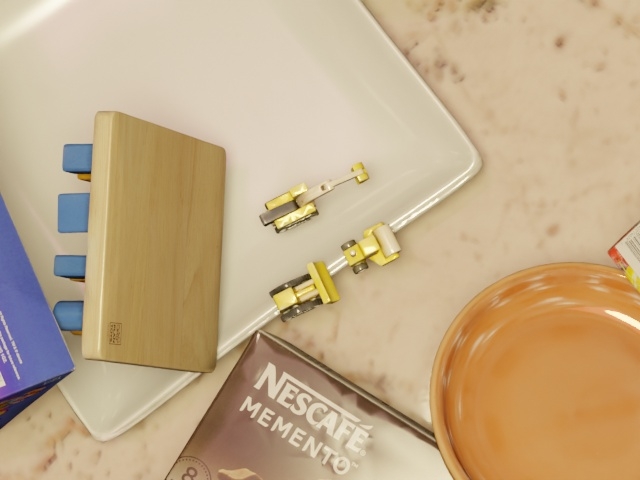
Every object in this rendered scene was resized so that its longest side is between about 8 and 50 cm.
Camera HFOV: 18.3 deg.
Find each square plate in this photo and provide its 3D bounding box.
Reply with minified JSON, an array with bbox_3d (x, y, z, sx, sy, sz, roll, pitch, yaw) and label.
[{"bbox_3d":[-0.116,-0.088,1.452,0.344,0.049,0.347,-36,79,4],"label":"square plate"}]

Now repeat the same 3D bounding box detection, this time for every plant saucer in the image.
[{"bbox_3d":[0.169,0.111,1.294,0.200,0.037,0.200,1,65,-3],"label":"plant saucer"}]

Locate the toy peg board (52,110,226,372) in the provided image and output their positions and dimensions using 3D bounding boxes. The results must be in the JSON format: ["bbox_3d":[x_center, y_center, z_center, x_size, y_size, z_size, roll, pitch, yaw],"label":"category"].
[{"bbox_3d":[-0.138,0.005,1.347,0.079,0.161,0.161,-1,83,25],"label":"toy peg board"}]

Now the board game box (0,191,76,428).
[{"bbox_3d":[-0.303,-0.029,1.373,0.078,0.233,0.347,-21,83,-29],"label":"board game box"}]

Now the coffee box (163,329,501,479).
[{"bbox_3d":[0.045,0.208,1.355,0.297,0.119,0.168,32,89,11],"label":"coffee box"}]

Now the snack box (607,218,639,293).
[{"bbox_3d":[0.316,0.041,1.306,0.207,0.174,0.070,52,138,12],"label":"snack box"}]

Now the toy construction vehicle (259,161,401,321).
[{"bbox_3d":[0.000,0.000,1.380,0.098,0.035,0.086,-23,81,5],"label":"toy construction vehicle"}]
